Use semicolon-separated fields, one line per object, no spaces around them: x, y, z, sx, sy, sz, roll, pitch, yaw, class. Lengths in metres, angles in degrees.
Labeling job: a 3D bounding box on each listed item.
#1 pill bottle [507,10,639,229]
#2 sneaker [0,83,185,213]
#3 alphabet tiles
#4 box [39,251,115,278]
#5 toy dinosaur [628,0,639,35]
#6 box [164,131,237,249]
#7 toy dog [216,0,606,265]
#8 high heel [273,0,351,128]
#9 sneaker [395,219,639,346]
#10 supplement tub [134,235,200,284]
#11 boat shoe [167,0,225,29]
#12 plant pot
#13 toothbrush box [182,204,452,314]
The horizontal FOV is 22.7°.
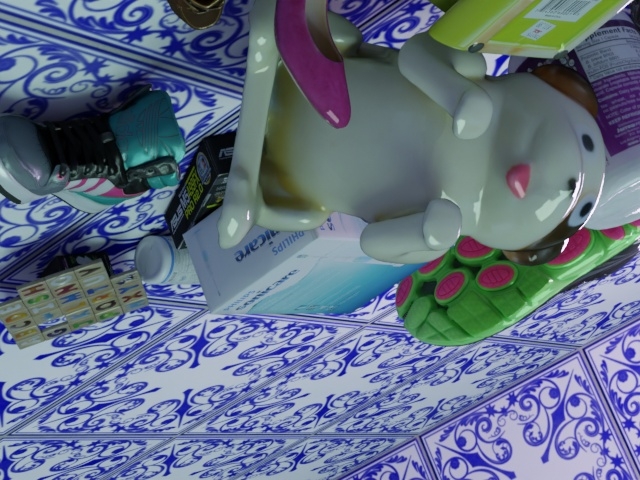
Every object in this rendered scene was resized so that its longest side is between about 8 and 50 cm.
0.329;-0.179;1.946;0.169;0.302;0.169;-20;159;-8;pill bottle
-0.246;-0.107;1.788;0.178;0.124;0.295;-23;169;17;sneaker
-0.342;0.084;2.205;0.198;0.009;0.237;-19;162;-6;alphabet tiles
-0.338;0.054;2.224;0.083;0.052;0.062;-4;154;-39;box
0.477;-0.269;1.975;0.322;0.164;0.218;-52;-169;-4;toy dinosaur
-0.056;-0.083;2.155;0.270;0.060;0.216;-12;159;-25;box
0.114;-0.095;1.794;0.407;0.285;0.395;11;180;3;toy dog
0.008;-0.237;1.567;0.117;0.244;0.082;-22;179;18;high heel
0.341;0.035;2.455;0.482;0.185;0.202;-26;156;16;sneaker
-0.205;0.028;2.270;0.071;0.071;0.107;-36;157;34;supplement tub
-0.125;-0.257;1.622;0.064;0.060;0.178;-19;160;-8;boat shoe
0.209;-0.314;1.613;0.228;0.207;0.227;-1;152;-43;plant pot
0.000;0.000;2.150;0.216;0.126;0.295;-35;157;35;toothbrush box
